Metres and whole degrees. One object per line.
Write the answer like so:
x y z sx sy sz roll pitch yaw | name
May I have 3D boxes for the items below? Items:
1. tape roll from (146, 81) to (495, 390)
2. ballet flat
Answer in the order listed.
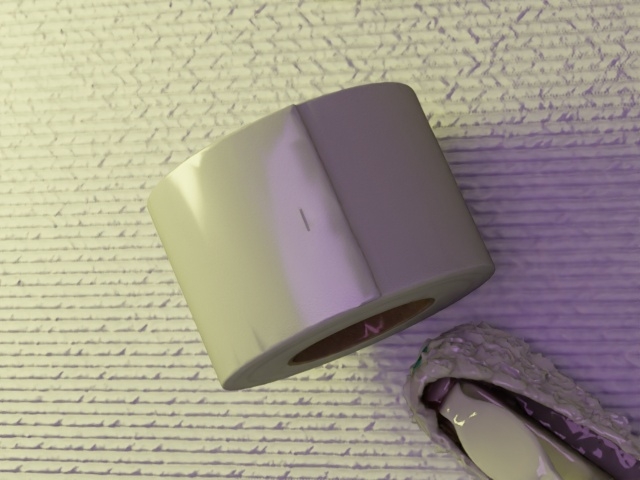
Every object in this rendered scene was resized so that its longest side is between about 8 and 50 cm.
0.000 0.000 1.445 0.246 0.246 0.169 -27 79 17 | tape roll
0.225 0.217 1.411 0.409 0.147 0.147 35 100 17 | ballet flat
